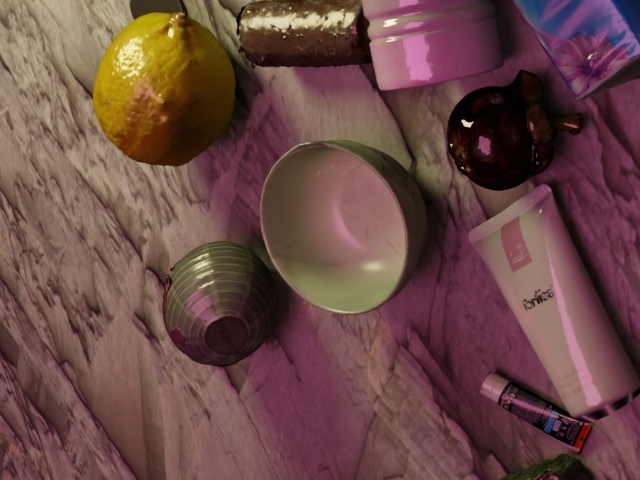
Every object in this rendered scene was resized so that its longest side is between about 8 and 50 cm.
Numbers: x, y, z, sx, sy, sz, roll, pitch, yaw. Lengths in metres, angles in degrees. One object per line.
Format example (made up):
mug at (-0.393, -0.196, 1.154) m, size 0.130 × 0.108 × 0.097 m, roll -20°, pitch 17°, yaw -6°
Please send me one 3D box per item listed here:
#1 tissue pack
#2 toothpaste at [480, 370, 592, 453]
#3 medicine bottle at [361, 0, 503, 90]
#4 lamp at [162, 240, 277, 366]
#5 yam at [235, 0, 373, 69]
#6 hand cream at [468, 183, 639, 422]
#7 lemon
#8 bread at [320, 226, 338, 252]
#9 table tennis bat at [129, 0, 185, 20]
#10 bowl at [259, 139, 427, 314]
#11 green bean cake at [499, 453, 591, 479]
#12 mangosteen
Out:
tissue pack at (0.367, -0.346, 1.399) m, size 0.146 × 0.198 × 0.263 m, roll -38°, pitch 79°, yaw 44°
toothpaste at (0.362, 0.289, 1.751) m, size 0.193 × 0.045 × 0.071 m, roll 28°, pitch 131°, yaw 23°
medicine bottle at (0.155, -0.399, 1.561) m, size 0.202 × 0.202 × 0.316 m, roll 0°, pitch 105°, yaw 41°
lamp at (-0.200, 0.125, 2.059) m, size 0.233 × 0.233 × 0.265 m, roll 18°, pitch 130°, yaw 36°
yam at (-0.015, -0.356, 1.783) m, size 0.279 × 0.131 × 0.131 m, roll 7°, pitch 110°, yaw 38°
hand cream at (0.372, 0.105, 1.632) m, size 0.185 × 0.118 × 0.359 m, roll -39°, pitch 73°, yaw 46°
lemon at (-0.291, -0.286, 1.959) m, size 0.268 × 0.268 × 0.322 m, roll 51°, pitch 129°, yaw 15°
bread at (0.000, 0.000, 1.945) m, size 0.082 × 0.056 × 0.115 m, roll -29°, pitch 86°, yaw 43°
table tennis bat at (-0.355, -0.496, 2.095) m, size 0.246 × 0.022 × 0.138 m, roll 52°, pitch 132°, yaw 12°
bowl at (0.057, -0.034, 1.801) m, size 0.307 × 0.163 × 0.307 m, roll 12°, pitch 111°, yaw 33°
green bean cake at (0.389, 0.464, 1.753) m, size 0.181 × 0.094 × 0.173 m, roll -37°, pitch 81°, yaw 42°
mangosteen at (0.281, -0.168, 1.582) m, size 0.172 × 0.172 × 0.184 m, roll 44°, pitch 95°, yaw 20°
